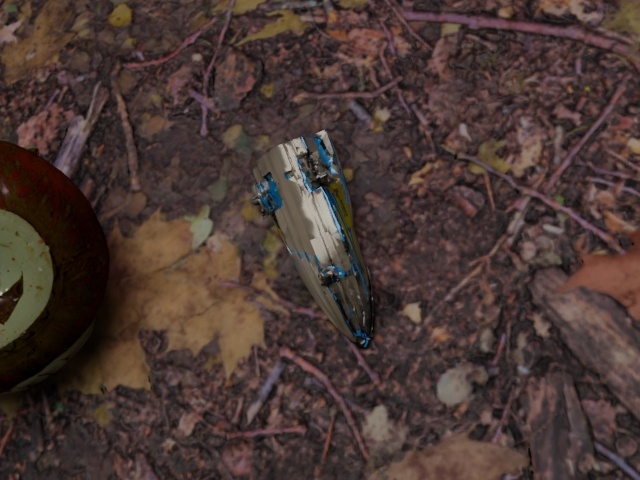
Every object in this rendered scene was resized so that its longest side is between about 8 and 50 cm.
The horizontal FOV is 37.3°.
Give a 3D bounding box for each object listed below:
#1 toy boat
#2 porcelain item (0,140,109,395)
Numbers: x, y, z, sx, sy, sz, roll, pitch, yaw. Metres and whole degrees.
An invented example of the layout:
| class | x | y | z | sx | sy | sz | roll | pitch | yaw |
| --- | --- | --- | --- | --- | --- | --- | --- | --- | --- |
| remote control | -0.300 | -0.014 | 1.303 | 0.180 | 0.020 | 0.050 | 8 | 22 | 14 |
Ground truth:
| class | x | y | z | sx | sy | sz | roll | pitch | yaw |
| --- | --- | --- | --- | --- | --- | --- | --- | --- | --- |
| toy boat | 0.000 | 0.000 | 0.853 | 0.084 | 0.066 | 0.210 | -27 | 75 | 18 |
| porcelain item | -0.325 | 0.022 | 0.877 | 0.252 | 0.253 | 0.253 | -6 | 67 | 14 |
